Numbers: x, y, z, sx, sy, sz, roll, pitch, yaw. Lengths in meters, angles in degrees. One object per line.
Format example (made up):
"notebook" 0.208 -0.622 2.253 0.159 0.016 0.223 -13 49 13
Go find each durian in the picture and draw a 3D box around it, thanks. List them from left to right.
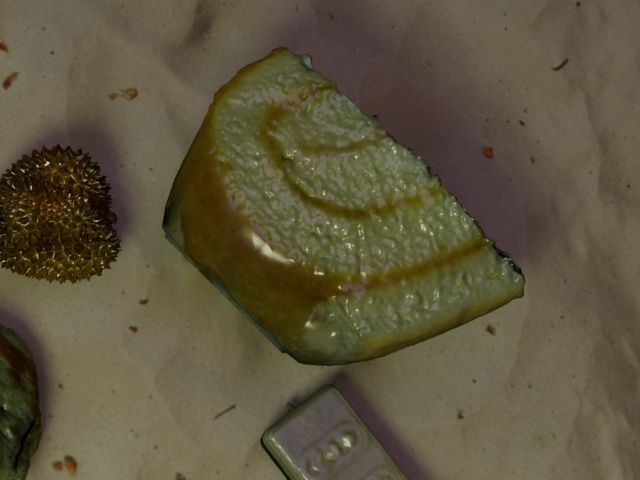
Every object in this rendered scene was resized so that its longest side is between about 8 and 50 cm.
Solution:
"durian" -0.304 -0.029 1.595 0.168 0.137 0.158 2 52 3

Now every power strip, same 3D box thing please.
"power strip" 0.041 0.284 1.594 0.105 0.070 0.257 -36 81 -20

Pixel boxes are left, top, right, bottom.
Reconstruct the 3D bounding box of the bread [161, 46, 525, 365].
"bread" 0.003 0.009 1.593 0.395 0.239 0.264 45 73 3

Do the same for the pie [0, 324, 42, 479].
"pie" -0.375 0.172 1.486 0.201 0.090 0.248 29 39 -25
